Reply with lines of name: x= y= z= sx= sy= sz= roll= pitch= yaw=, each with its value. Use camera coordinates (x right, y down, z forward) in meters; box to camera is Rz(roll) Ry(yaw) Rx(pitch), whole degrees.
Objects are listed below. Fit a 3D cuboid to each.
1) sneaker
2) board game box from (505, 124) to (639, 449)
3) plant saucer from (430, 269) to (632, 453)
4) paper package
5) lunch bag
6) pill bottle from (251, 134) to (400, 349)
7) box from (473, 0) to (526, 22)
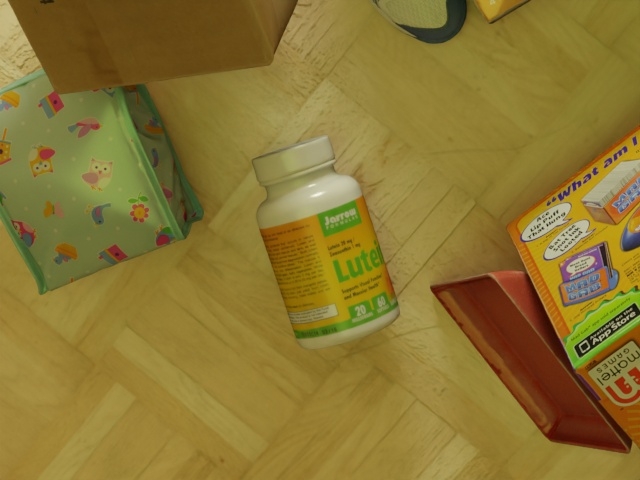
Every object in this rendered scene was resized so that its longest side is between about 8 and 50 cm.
sneaker: x=0.072 y=-0.363 z=1.578 sx=0.112 sy=0.131 sz=0.296 roll=-33 pitch=95 yaw=10
board game box: x=0.474 y=0.068 z=1.431 sx=0.357 sy=0.356 sz=0.356 roll=-38 pitch=111 yaw=13
plant saucer: x=0.258 y=0.135 z=1.588 sx=0.048 sy=0.259 sz=0.258 roll=-39 pitch=93 yaw=-11
paper package: x=-0.209 y=-0.348 z=1.447 sx=0.310 sy=0.168 sz=0.324 roll=-4 pitch=133 yaw=22
lunch bag: x=-0.302 y=-0.097 z=1.666 sx=0.223 sy=0.160 sz=0.262 roll=-22 pitch=101 yaw=12
pill bottle: x=0.000 y=0.000 z=1.646 sx=0.136 sy=0.136 sz=0.245 roll=-17 pitch=97 yaw=11
box: x=0.200 y=-0.451 z=1.523 sx=0.215 sy=0.168 sz=0.345 roll=-31 pitch=94 yaw=12
